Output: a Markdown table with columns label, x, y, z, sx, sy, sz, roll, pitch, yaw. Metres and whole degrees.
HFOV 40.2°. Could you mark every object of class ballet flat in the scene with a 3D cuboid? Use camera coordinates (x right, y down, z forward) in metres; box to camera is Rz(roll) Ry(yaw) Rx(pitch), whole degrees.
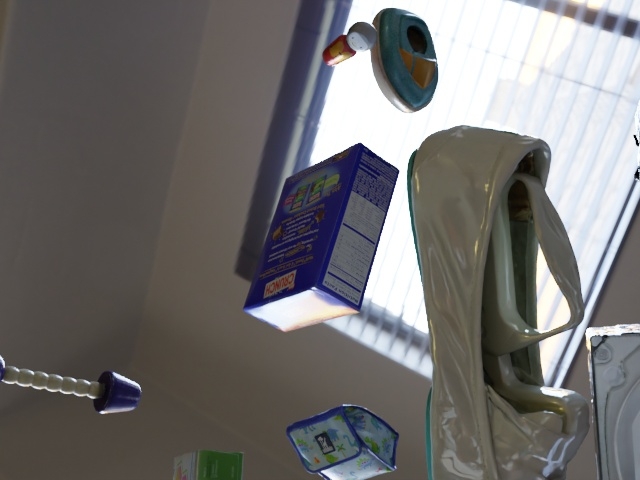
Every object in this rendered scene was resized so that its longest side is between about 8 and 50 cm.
| label | x | y | z | sx | sy | sz | roll | pitch | yaw |
| --- | --- | --- | --- | --- | --- | --- | --- | --- | --- |
| ballet flat | 0.155 | 0.098 | 0.722 | 0.139 | 0.139 | 0.400 | -4 | -91 | -61 |

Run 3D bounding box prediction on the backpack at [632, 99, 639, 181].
| label | x | y | z | sx | sy | sz | roll | pitch | yaw |
| --- | --- | --- | --- | --- | --- | --- | --- | --- | --- |
| backpack | 0.483 | -0.163 | 1.111 | 0.188 | 0.145 | 0.165 | 77 | -157 | -53 |

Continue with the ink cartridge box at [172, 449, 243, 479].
| label | x | y | z | sx | sy | sz | roll | pitch | yaw |
| --- | --- | --- | --- | --- | --- | --- | --- | --- | --- |
| ink cartridge box | -0.166 | 0.349 | 1.196 | 0.209 | 0.062 | 0.108 | 142 | 133 | -63 |

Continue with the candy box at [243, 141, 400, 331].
| label | x | y | z | sx | sy | sz | roll | pitch | yaw |
| --- | --- | --- | --- | --- | --- | --- | --- | --- | --- |
| candy box | 0.000 | 0.000 | 1.706 | 0.122 | 0.268 | 0.317 | 31 | -118 | -25 |

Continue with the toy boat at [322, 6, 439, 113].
| label | x | y | z | sx | sy | sz | roll | pitch | yaw |
| --- | --- | --- | --- | --- | --- | --- | --- | --- | --- |
| toy boat | 0.162 | -0.432 | 2.019 | 0.318 | 0.148 | 0.267 | 0 | -106 | -40 |

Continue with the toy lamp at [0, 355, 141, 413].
| label | x | y | z | sx | sy | sz | roll | pitch | yaw |
| --- | --- | --- | --- | --- | --- | --- | --- | --- | --- |
| toy lamp | -0.445 | 0.251 | 1.512 | 0.275 | 0.080 | 0.080 | 16 | -81 | -34 |

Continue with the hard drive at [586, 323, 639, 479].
| label | x | y | z | sx | sy | sz | roll | pitch | yaw |
| --- | --- | --- | --- | --- | --- | --- | --- | --- | --- |
| hard drive | 0.451 | 0.197 | 0.875 | 0.064 | 0.339 | 0.236 | -18 | -76 | -78 |

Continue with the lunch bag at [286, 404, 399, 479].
| label | x | y | z | sx | sy | sz | roll | pitch | yaw |
| --- | --- | --- | --- | --- | --- | --- | --- | --- | --- |
| lunch bag | 0.036 | 0.337 | 1.460 | 0.151 | 0.129 | 0.096 | 44 | -145 | -26 |
